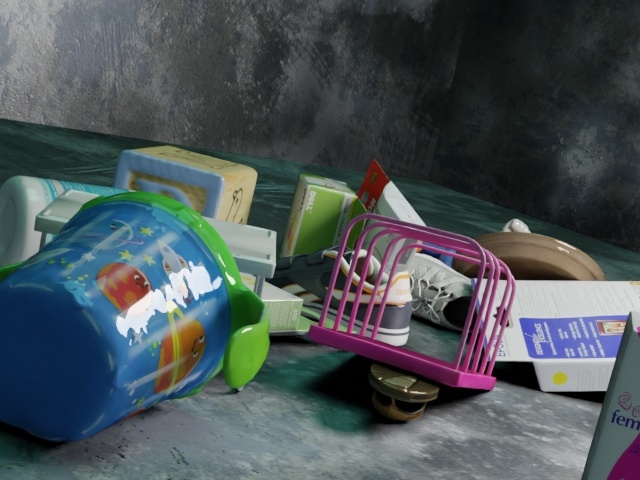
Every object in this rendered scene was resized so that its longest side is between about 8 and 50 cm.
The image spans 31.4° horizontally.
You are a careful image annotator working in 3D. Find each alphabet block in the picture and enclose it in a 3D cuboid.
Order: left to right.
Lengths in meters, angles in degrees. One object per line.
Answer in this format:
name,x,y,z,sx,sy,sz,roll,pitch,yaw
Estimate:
alphabet block,-0.241,-0.051,1.968,0.193,0.192,0.197,17,11,11

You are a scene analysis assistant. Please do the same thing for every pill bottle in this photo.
pill bottle,-0.348,-0.012,1.713,0.264,0.146,0.146,6,12,-35

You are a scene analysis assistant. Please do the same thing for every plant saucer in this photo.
plant saucer,0.368,0.079,2.039,0.278,0.041,0.278,12,-33,8

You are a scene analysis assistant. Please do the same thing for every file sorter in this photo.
file sorter,-0.208,0.060,1.404,0.277,0.173,0.193,12,11,-4
file sorter,0.141,0.084,1.537,0.202,0.182,0.290,16,-3,19

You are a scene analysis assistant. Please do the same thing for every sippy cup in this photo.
sippy cup,-0.224,0.086,1.149,0.305,0.240,0.224,-29,3,25

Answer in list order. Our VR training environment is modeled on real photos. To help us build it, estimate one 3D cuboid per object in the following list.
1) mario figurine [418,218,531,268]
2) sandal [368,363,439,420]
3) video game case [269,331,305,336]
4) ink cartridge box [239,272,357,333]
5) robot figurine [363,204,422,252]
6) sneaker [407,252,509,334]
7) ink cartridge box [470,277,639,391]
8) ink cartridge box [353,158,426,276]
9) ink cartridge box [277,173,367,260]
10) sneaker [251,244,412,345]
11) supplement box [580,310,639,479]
mario figurine,0.293,0.032,2.222,0.320,0.198,0.170,14,-4,30
sandal,0.094,0.192,1.417,0.090,0.060,0.219,17,-5,0
video game case,-0.158,0.101,1.681,0.193,0.023,0.212,22,13,41
ink cartridge box,-0.081,0.086,1.647,0.235,0.056,0.171,2,14,-40
robot figurine,0.085,0.001,2.193,0.219,0.158,0.128,-13,-13,-14
sneaker,0.204,0.092,1.981,0.281,0.105,0.115,14,12,11
ink cartridge box,0.405,0.147,1.822,0.307,0.072,0.303,-2,22,4
ink cartridge box,0.081,-0.009,1.964,0.066,0.189,0.232,6,31,-33
ink cartridge box,0.000,0.000,1.984,0.097,0.189,0.255,13,10,-10
sneaker,0.007,0.062,1.828,0.321,0.127,0.126,16,13,26
supplement box,0.352,0.200,1.204,0.111,0.220,0.114,15,9,12
